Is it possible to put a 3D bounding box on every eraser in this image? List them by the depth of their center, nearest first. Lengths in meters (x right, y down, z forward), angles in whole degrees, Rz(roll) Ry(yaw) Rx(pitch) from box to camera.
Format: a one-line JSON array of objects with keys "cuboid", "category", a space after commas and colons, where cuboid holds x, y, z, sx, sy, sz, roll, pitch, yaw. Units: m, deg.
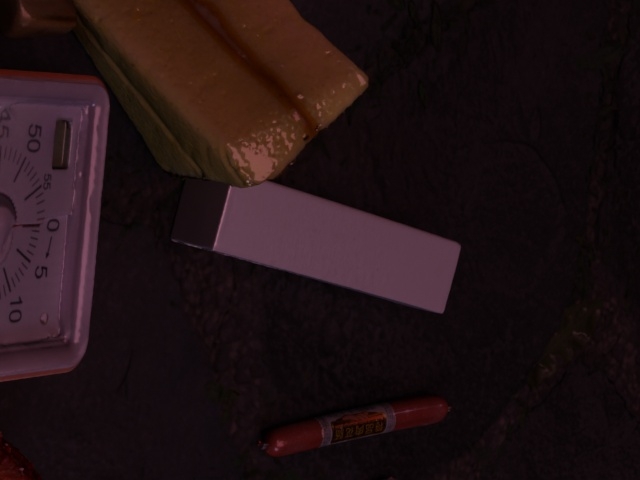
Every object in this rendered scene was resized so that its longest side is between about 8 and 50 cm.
[{"cuboid": [0.000, 0.001, 1.859, 0.298, 0.076, 0.078, 17, 87, -38], "category": "eraser"}]

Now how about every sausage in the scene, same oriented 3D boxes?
[{"cuboid": [0.037, 0.187, 1.949, 0.253, 0.034, 0.034, -8, 103, -36], "category": "sausage"}]

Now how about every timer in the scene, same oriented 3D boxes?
[{"cuboid": [-0.288, -0.016, 1.584, 0.250, 0.161, 0.257, 1, 97, -45], "category": "timer"}]

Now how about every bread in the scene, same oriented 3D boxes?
[{"cuboid": [-0.108, -0.191, 1.688, 0.167, 0.163, 0.264, -46, 122, -22], "category": "bread"}]

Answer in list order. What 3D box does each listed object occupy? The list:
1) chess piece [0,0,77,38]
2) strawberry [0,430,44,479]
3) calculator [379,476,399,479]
[{"cuboid": [-0.324, -0.225, 1.548, 0.301, 0.137, 0.137, -11, 104, -41], "category": "chess piece"}, {"cuboid": [-0.329, 0.173, 1.606, 0.236, 0.175, 0.106, 55, 24, -66], "category": "strawberry"}, {"cuboid": [0.083, 0.328, 2.007, 0.100, 0.032, 0.175, -47, 123, -22], "category": "calculator"}]
